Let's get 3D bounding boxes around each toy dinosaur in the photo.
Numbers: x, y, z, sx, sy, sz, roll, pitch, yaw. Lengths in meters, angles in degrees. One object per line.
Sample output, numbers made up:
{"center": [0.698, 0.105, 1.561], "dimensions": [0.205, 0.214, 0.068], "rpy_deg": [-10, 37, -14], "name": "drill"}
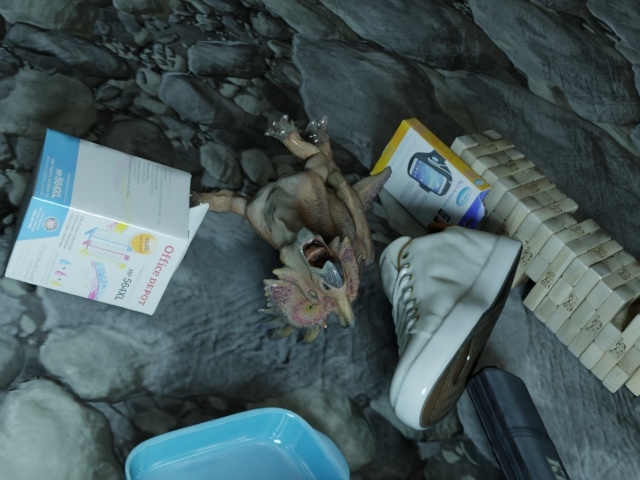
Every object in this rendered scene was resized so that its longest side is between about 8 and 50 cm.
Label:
{"center": [0.000, 0.000, 0.968], "dimensions": [0.200, 0.127, 0.296], "rpy_deg": [54, 24, 14], "name": "toy dinosaur"}

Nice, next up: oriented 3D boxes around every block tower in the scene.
{"center": [0.250, 0.014, 1.148], "dimensions": [0.335, 0.097, 0.091], "rpy_deg": [46, 37, 22], "name": "block tower"}

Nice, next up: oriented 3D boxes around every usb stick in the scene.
{"center": [0.191, 0.222, 0.878], "dimensions": [0.077, 0.045, 0.278], "rpy_deg": [38, 24, -43], "name": "usb stick"}

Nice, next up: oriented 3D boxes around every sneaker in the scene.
{"center": [0.094, 0.069, 0.980], "dimensions": [0.123, 0.105, 0.290], "rpy_deg": [20, 30, 14], "name": "sneaker"}

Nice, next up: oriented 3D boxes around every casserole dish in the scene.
{"center": [-0.060, 0.184, 0.760], "dimensions": [0.188, 0.037, 0.114], "rpy_deg": [-8, 50, -43], "name": "casserole dish"}

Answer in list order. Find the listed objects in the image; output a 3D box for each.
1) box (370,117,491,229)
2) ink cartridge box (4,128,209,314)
{"center": [0.124, -0.060, 1.156], "dimensions": [0.136, 0.081, 0.028], "rpy_deg": [45, 37, 18], "name": "box"}
{"center": [-0.171, -0.011, 0.869], "dimensions": [0.143, 0.092, 0.090], "rpy_deg": [17, 38, -18], "name": "ink cartridge box"}
